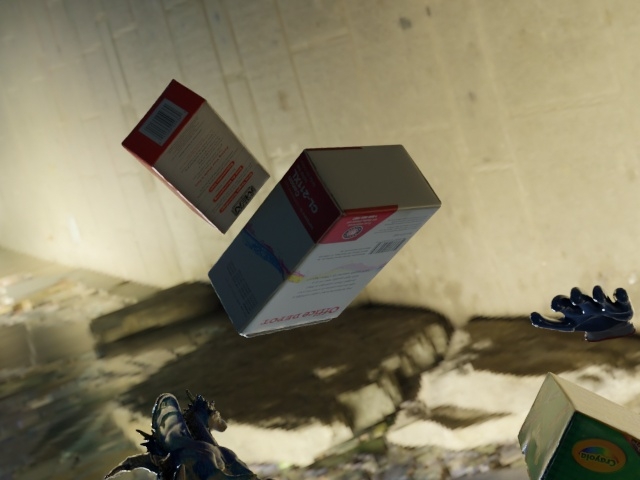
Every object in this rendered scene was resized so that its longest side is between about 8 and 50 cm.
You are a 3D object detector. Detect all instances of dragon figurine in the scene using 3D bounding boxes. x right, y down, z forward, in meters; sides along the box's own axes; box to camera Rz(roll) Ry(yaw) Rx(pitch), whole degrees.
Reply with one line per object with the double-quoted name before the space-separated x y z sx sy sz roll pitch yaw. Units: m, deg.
"dragon figurine" -0.128 0.192 0.982 0.144 0.085 0.289 36 -179 16

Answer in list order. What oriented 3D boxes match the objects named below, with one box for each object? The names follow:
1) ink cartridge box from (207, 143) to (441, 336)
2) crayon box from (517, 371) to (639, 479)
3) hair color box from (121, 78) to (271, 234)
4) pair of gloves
"ink cartridge box" 0.000 0.000 0.988 0.175 0.127 0.072 -49 62 37
"crayon box" 0.279 0.206 1.038 0.165 0.081 0.278 26 -177 6
"hair color box" -0.102 -0.068 0.953 0.043 0.072 0.141 34 172 30
"pair of gloves" 0.282 0.052 0.966 0.159 0.198 0.023 37 -136 -62
